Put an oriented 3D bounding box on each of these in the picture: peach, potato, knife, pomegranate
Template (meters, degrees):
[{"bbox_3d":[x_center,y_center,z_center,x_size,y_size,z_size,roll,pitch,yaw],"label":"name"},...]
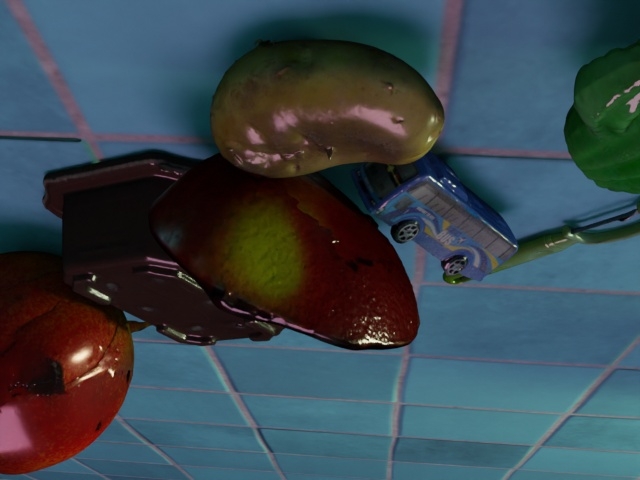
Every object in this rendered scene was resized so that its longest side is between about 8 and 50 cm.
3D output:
[{"bbox_3d":[0.001,-0.003,0.588,0.189,0.068,0.279,38,-163,14],"label":"peach"},{"bbox_3d":[0.003,-0.077,0.493,0.138,0.070,0.091,-3,156,14],"label":"potato"},{"bbox_3d":[0.190,0.008,0.720,0.054,0.015,0.212,14,155,-38],"label":"knife"},{"bbox_3d":[-0.275,0.110,0.811,0.210,0.210,0.235,-10,-173,30],"label":"pomegranate"}]

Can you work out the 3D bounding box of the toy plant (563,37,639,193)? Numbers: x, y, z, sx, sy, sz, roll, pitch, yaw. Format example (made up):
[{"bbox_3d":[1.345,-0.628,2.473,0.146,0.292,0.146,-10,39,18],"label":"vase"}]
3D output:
[{"bbox_3d":[0.238,-0.088,0.415,0.240,0.088,0.154,-18,161,21],"label":"toy plant"}]

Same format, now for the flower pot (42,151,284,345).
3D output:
[{"bbox_3d":[-0.117,0.025,0.730,0.179,0.084,0.251,-8,152,26],"label":"flower pot"}]

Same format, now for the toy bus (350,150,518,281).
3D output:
[{"bbox_3d":[0.087,-0.019,0.625,0.061,0.051,0.153,-40,138,17],"label":"toy bus"}]
